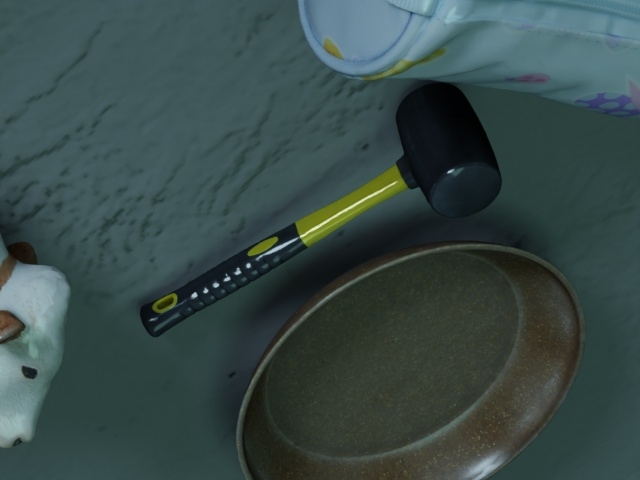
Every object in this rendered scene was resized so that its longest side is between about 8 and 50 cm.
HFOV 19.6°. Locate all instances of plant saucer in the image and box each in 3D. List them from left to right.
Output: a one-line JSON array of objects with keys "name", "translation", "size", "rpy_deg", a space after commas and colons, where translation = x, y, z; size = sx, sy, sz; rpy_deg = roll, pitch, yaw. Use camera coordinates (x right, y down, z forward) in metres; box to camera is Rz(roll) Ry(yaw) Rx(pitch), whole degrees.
[{"name": "plant saucer", "translation": [0.044, 0.070, 0.976], "size": [0.199, 0.036, 0.198], "rpy_deg": [-14, 134, -15]}]

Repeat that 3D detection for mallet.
[{"name": "mallet", "translation": [0.000, 0.000, 0.872], "size": [0.190, 0.062, 0.039], "rpy_deg": [-35, 137, 6]}]

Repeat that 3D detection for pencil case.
[{"name": "pencil case", "translation": [0.124, -0.106, 0.799], "size": [0.273, 0.124, 0.113], "rpy_deg": [7, 125, -31]}]

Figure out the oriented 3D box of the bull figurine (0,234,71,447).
[{"name": "bull figurine", "translation": [-0.237, 0.008, 0.729], "size": [0.188, 0.101, 0.310], "rpy_deg": [-34, 136, 7]}]
